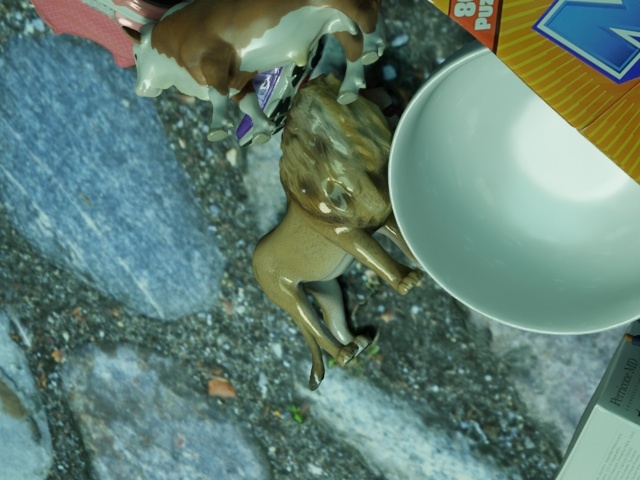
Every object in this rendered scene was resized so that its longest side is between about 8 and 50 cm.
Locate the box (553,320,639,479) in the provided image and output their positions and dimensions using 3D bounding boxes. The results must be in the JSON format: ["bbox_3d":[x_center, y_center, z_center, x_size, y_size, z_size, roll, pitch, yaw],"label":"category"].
[{"bbox_3d":[0.346,0.221,1.721,0.119,0.181,0.182,26,127,10],"label":"box"}]

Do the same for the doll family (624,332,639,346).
[{"bbox_3d":[0.424,0.110,1.660,0.193,0.111,0.076,-12,113,31],"label":"doll family"}]

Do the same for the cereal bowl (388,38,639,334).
[{"bbox_3d":[0.249,-0.078,1.611,0.339,0.141,0.339,11,122,18],"label":"cereal bowl"}]

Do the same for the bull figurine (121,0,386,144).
[{"bbox_3d":[-0.068,-0.208,1.653,0.310,0.101,0.188,-28,67,15],"label":"bull figurine"}]

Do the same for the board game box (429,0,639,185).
[{"bbox_3d":[0.274,-0.298,1.203,0.356,0.356,0.356,-42,127,19],"label":"board game box"}]

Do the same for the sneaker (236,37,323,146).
[{"bbox_3d":[-0.055,-0.182,1.764,0.071,0.068,0.170,39,121,19],"label":"sneaker"}]

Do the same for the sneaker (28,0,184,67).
[{"bbox_3d":[-0.312,-0.303,1.773,0.314,0.116,0.136,33,129,5],"label":"sneaker"}]

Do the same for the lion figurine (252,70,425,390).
[{"bbox_3d":[0.000,0.000,1.790,0.240,0.142,0.392,43,132,7],"label":"lion figurine"}]
